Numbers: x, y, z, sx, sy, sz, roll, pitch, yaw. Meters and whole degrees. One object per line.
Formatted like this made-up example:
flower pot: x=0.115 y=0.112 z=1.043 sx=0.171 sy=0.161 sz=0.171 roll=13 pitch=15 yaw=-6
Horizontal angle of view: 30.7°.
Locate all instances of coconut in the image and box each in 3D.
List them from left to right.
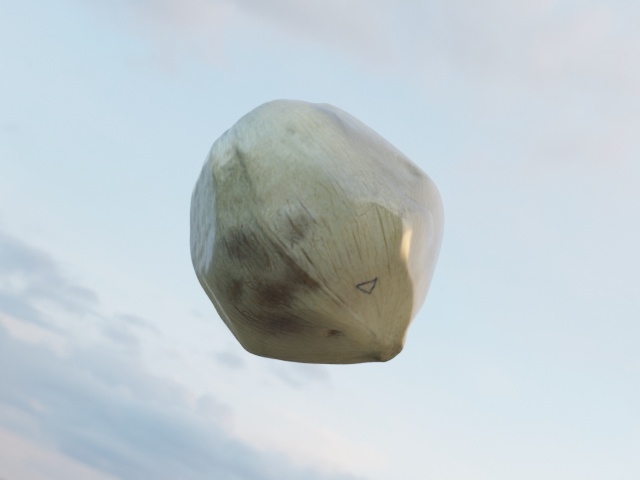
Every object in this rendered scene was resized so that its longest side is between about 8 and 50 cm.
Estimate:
coconut: x=0.000 y=0.000 z=0.937 sx=0.224 sy=0.224 sz=0.224 roll=21 pitch=-18 yaw=7
